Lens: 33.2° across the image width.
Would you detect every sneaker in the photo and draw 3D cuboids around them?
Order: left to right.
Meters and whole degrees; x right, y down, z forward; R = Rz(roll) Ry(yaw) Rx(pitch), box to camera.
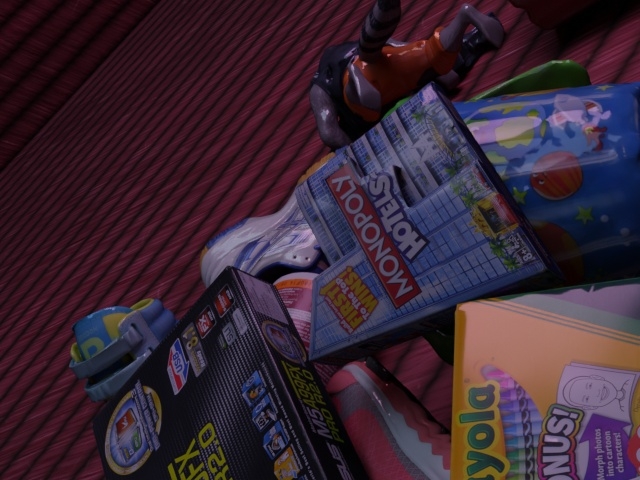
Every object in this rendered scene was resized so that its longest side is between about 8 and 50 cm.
[{"bbox_3d":[-0.194,0.191,1.103,0.127,0.208,0.319,-28,29,23],"label":"sneaker"},{"bbox_3d":[0.000,0.000,1.291,0.296,0.112,0.131,-37,47,5],"label":"sneaker"},{"bbox_3d":[0.054,0.197,0.865,0.136,0.116,0.314,-44,26,-4],"label":"sneaker"}]

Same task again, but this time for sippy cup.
[{"bbox_3d":[0.194,-0.034,0.939,0.224,0.240,0.305,-13,76,27],"label":"sippy cup"}]

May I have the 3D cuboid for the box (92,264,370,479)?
[{"bbox_3d":[-0.083,0.186,0.899,0.216,0.060,0.270,-47,42,18],"label":"box"}]

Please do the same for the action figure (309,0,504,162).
[{"bbox_3d":[0.101,-0.243,1.397,0.341,0.178,0.330,-43,12,-15],"label":"action figure"}]

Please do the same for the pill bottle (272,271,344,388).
[{"bbox_3d":[-0.033,0.147,1.053,0.121,0.121,0.221,-17,34,40],"label":"pill bottle"}]

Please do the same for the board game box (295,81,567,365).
[{"bbox_3d":[0.055,0.003,0.836,0.194,0.060,0.194,-37,65,17],"label":"board game box"}]

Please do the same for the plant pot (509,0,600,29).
[{"bbox_3d":[0.329,-0.414,1.308,0.265,0.272,0.272,-35,25,29],"label":"plant pot"}]

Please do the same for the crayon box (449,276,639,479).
[{"bbox_3d":[0.169,0.155,0.671,0.165,0.081,0.278,-9,43,18],"label":"crayon box"}]
